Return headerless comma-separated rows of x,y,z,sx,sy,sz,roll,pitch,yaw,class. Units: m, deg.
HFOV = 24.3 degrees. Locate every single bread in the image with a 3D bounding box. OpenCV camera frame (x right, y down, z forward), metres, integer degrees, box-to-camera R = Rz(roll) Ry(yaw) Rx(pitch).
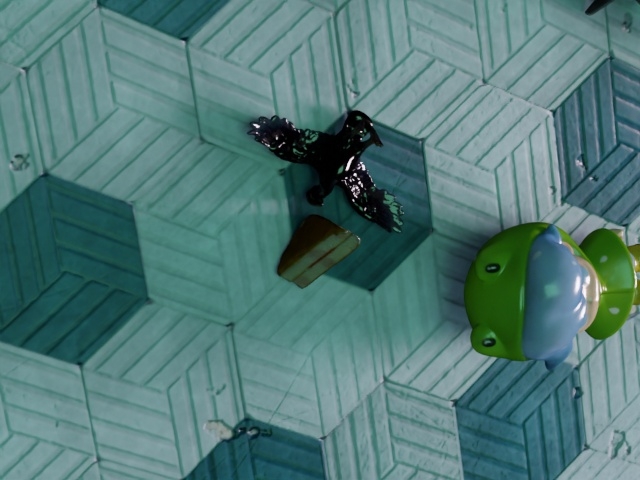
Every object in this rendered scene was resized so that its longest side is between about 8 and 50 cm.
0.000,0.000,1.585,0.043,0.109,0.062,29,45,-29,bread

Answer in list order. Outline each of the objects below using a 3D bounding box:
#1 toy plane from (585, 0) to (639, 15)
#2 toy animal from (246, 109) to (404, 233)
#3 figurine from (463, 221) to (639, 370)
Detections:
0.351,-0.271,1.563,0.212,0.267,0.088,36,91,-24,toy plane
0.020,-0.084,1.581,0.220,0.062,0.108,30,106,-26,toy animal
0.269,0.056,1.670,0.263,0.143,0.162,-8,110,-39,figurine
